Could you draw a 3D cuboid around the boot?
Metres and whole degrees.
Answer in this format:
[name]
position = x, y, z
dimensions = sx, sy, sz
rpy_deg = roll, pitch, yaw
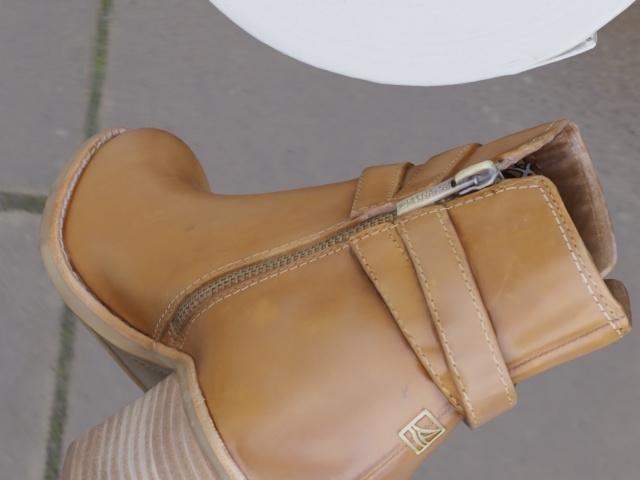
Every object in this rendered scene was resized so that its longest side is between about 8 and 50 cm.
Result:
[boot]
position = 0.000, 0.000, 0.728
dimensions = 0.220, 0.283, 0.109
rpy_deg = -31, 117, 14

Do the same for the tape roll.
[tape roll]
position = 0.064, -0.288, 1.117
dimensions = 0.392, 0.072, 0.392
rpy_deg = 3, 106, 9
